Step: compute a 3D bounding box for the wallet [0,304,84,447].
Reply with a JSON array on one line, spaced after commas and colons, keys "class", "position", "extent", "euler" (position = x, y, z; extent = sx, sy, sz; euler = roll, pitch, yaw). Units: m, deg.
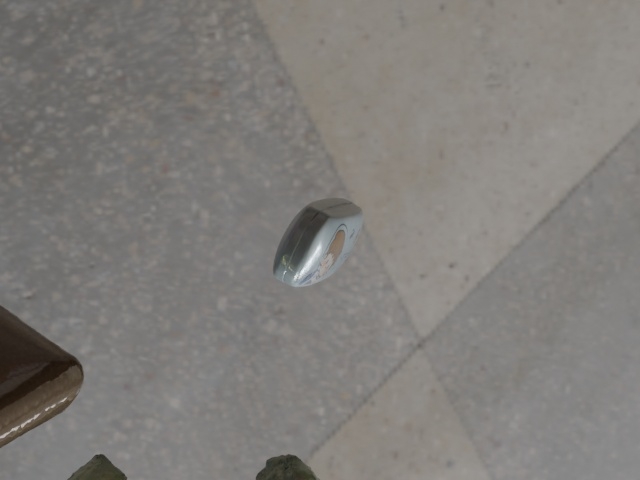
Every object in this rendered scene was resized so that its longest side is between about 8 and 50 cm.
[{"class": "wallet", "position": [-0.172, 0.050, 0.486], "extent": [0.152, 0.118, 0.039], "euler": [-29, 152, -59]}]

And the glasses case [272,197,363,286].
[{"class": "glasses case", "position": [0.000, 0.000, 1.136], "extent": [0.067, 0.045, 0.178], "euler": [-63, 170, 10]}]

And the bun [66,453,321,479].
[{"class": "bun", "position": [-0.076, 0.209, 0.737], "extent": [0.212, 0.126, 0.204], "euler": [32, 56, -13]}]
